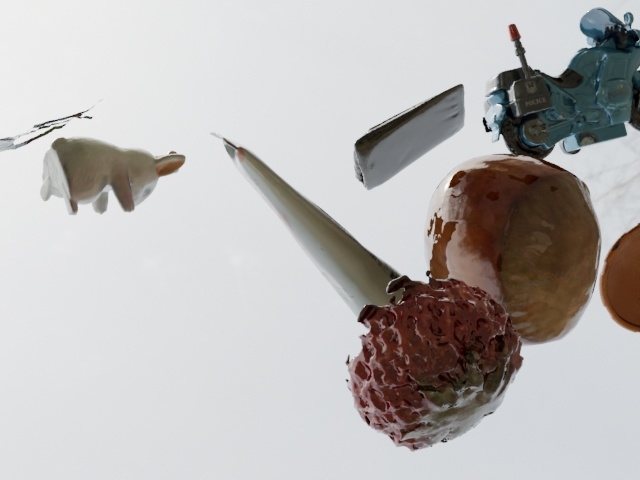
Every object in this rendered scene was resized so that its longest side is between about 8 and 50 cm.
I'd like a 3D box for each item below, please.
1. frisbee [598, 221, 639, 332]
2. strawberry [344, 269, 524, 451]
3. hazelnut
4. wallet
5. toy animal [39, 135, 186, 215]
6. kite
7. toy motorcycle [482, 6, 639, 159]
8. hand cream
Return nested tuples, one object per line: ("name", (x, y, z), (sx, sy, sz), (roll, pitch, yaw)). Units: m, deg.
("frisbee", (0.509, 0.050, 1.369), (0.192, 0.192, 0.035), (29, -168, -16))
("strawberry", (0.088, 0.096, 0.683), (0.145, 0.145, 0.086), (3, -141, -33))
("hazelnut", (0.199, 0.008, 0.982), (0.176, 0.214, 0.214), (0, -119, -45))
("wallet", (0.171, -0.202, 1.729), (0.245, 0.168, 0.052), (-32, -116, -7))
("toy animal", (-0.361, -0.109, 1.640), (0.282, 0.140, 0.138), (5, -86, -40))
("kite", (-0.479, -0.155, 1.413), (0.310, 0.169, 0.015), (-28, -83, -24))
("toy motorcycle", (0.340, -0.210, 1.206), (0.272, 0.123, 0.182), (-15, -91, -14))
("hand cream", (0.000, 0.000, 1.035), (0.340, 0.124, 0.078), (43, -91, -17))
